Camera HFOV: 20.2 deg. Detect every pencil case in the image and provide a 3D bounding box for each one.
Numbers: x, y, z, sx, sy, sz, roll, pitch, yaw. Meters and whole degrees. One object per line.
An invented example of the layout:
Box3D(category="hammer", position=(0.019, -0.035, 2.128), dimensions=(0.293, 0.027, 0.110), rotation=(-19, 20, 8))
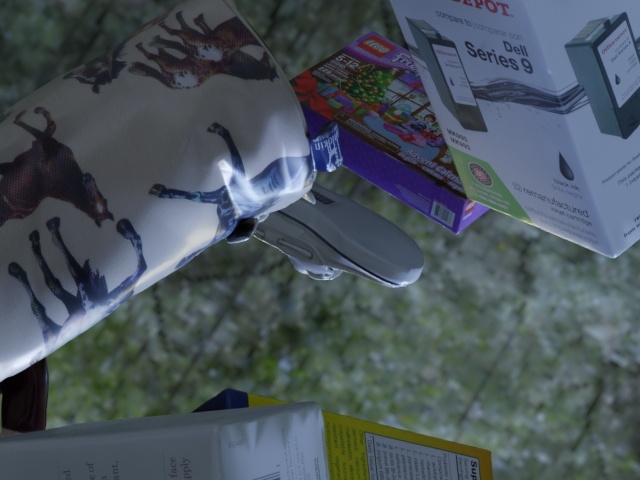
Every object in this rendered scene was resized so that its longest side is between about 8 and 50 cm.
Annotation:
Box3D(category="pencil case", position=(-0.187, -0.001, 1.243), dimensions=(0.183, 0.410, 0.160), rotation=(62, 161, -20))

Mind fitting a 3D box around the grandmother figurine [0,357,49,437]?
Box3D(category="grandmother figurine", position=(-0.293, 0.102, 1.481), dimensions=(0.208, 0.342, 0.104), rotation=(53, -159, 16))

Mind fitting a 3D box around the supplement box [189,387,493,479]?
Box3D(category="supplement box", position=(0.000, 0.312, 1.901), dimensions=(0.357, 0.194, 0.195), rotation=(17, 143, -32))

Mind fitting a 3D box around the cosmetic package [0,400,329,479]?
Box3D(category="cosmetic package", position=(-0.101, 0.182, 1.059), dimensions=(0.184, 0.151, 0.151), rotation=(-7, 178, 22))

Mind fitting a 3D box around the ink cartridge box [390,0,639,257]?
Box3D(category="ink cartridge box", position=(0.185, -0.154, 1.555), dimensions=(0.211, 0.121, 0.289), rotation=(26, 148, 51))

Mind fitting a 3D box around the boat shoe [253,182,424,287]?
Box3D(category="boat shoe", position=(0.000, 0.000, 2.031), dimensions=(0.267, 0.088, 0.096), rotation=(28, -155, 27))

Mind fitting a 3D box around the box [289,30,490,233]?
Box3D(category="box", position=(0.114, -0.140, 2.218), dimensions=(0.293, 0.201, 0.057), rotation=(32, 134, 24))
